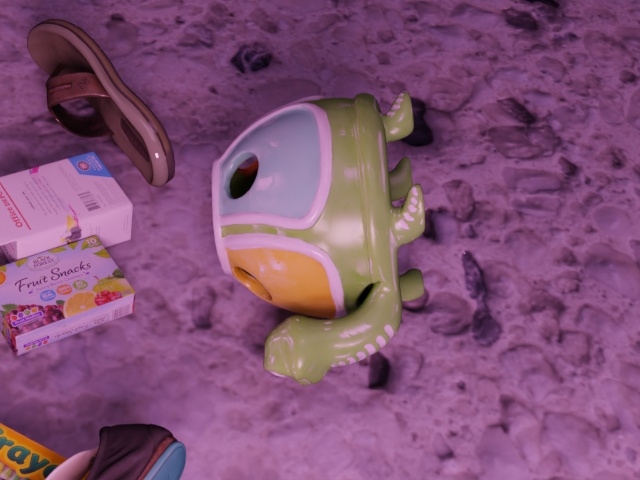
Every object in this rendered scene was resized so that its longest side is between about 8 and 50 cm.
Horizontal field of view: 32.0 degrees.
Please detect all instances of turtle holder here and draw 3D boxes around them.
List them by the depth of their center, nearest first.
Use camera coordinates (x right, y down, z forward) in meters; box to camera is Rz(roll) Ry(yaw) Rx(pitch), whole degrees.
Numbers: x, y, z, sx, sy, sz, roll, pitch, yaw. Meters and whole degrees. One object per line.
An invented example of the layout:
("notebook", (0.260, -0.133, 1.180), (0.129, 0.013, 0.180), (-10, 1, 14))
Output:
("turtle holder", (0.000, -0.004, 1.256), (0.227, 0.243, 0.320), (-5, 86, 2))

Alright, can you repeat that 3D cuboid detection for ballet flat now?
("ballet flat", (-0.207, 0.252, 0.907), (0.096, 0.095, 0.280), (15, 34, 14))

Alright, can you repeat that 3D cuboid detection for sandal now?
("sandal", (-0.293, -0.174, 1.408), (0.086, 0.120, 0.303), (-32, 60, -21))

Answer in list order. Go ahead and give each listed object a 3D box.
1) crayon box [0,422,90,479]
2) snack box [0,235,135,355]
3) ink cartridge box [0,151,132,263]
("crayon box", (-0.287, 0.264, 0.988), (0.278, 0.081, 0.165), (25, 46, 11))
("snack box", (-0.289, 0.058, 1.226), (0.141, 0.037, 0.100), (-20, 52, -30))
("ink cartridge box", (-0.321, -0.028, 1.286), (0.181, 0.062, 0.104), (-19, 53, -30))
